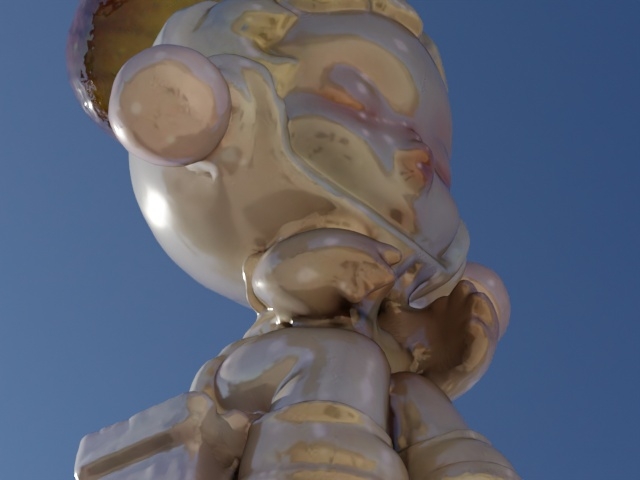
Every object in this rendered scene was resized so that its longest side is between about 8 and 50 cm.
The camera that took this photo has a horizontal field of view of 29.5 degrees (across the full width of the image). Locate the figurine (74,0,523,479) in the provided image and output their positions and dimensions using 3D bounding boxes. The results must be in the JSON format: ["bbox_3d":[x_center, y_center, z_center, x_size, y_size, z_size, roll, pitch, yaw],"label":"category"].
[{"bbox_3d":[-0.002,0.007,0.434,0.182,0.256,0.144,17,-40,-18],"label":"figurine"}]

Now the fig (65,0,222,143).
[{"bbox_3d":[-0.041,-0.092,0.713,0.231,0.160,0.143,42,-46,30],"label":"fig"}]
